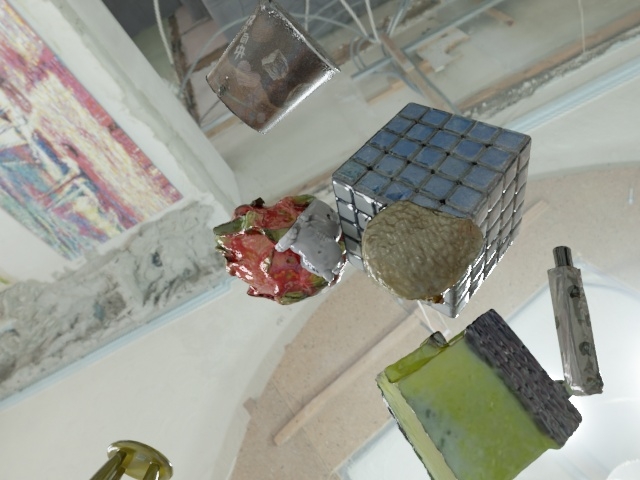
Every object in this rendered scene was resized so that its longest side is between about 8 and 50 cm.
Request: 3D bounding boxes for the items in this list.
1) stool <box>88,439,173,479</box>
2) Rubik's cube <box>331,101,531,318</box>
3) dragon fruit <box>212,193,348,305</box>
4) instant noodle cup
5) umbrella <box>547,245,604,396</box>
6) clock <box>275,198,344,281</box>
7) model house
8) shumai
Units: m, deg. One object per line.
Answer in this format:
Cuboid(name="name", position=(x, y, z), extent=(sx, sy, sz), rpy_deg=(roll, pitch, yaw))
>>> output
Cuboid(name="stool", position=(-0.294, 0.379, 0.746), extent=(0.134, 0.135, 0.110), rpy_deg=(-15, -150, 27))
Cuboid(name="Rubik's cube", position=(0.188, -0.055, 0.835), extent=(0.237, 0.238, 0.237), rpy_deg=(29, -117, 34))
Cuboid(name="dragon fruit", position=(-0.083, 0.015, 1.088), extent=(0.303, 0.231, 0.237), rpy_deg=(-1, -152, 7))
Cuboid(name="instant noodle cup", position=(-0.103, -0.349, 1.004), extent=(0.207, 0.217, 0.217), rpy_deg=(-43, -139, 18))
Cuboid(name="umbrella", position=(0.563, 0.173, 1.106), extent=(0.073, 0.067, 0.337), rpy_deg=(-29, -127, 50))
Cuboid(name="clock", position=(0.000, 0.000, 0.903), extent=(0.080, 0.117, 0.176), rpy_deg=(-45, -173, 28))
Cuboid(name="model house", position=(0.210, 0.209, 0.668), extent=(0.211, 0.170, 0.194), rpy_deg=(-31, -111, -11))
Cuboid(name="shumai", position=(0.124, 0.024, 0.629), extent=(0.145, 0.116, 0.145), rpy_deg=(-6, -117, 11))
